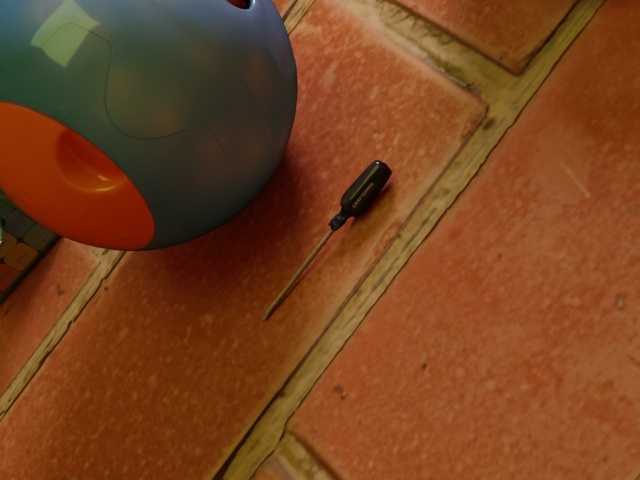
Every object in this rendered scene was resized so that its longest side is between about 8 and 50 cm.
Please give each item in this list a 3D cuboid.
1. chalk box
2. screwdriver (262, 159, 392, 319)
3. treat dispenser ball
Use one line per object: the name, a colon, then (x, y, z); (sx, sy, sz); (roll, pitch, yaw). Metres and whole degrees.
chalk box: (-0.359, -0.026, 1.655); (0.132, 0.132, 0.213); (-45, 41, 11)
screwdriver: (0.000, 0.000, 1.347); (0.170, 0.025, 0.024); (-48, 39, 8)
treat dispenser ball: (-0.164, -0.134, 1.400); (0.288, 0.288, 0.288); (-26, 47, 32)
